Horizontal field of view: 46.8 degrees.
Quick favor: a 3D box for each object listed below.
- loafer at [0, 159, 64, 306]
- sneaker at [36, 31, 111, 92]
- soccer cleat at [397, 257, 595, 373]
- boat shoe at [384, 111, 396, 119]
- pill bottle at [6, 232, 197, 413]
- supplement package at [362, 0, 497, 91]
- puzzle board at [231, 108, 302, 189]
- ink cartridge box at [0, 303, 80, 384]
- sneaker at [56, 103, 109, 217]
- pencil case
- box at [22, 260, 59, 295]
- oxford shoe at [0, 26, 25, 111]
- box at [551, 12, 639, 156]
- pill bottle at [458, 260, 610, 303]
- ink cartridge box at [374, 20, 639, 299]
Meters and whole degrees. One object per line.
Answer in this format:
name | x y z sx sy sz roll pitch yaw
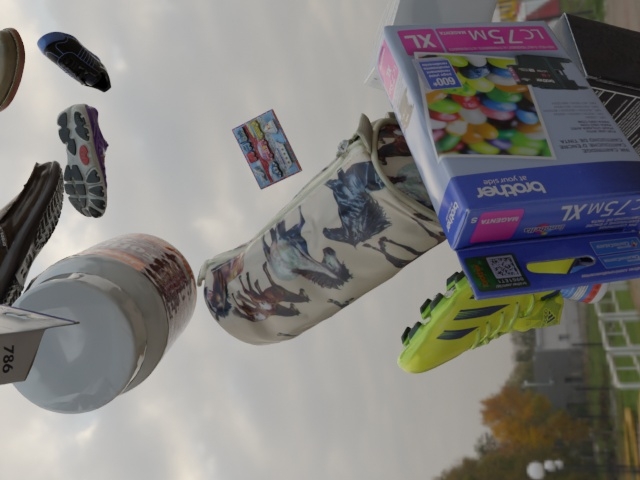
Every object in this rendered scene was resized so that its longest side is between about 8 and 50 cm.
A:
loafer | -0.606 -0.014 1.425 0.134 0.130 0.366 117 170 -58
sneaker | -0.609 -0.445 1.860 0.090 0.081 0.232 56 -167 17
soccer cleat | 0.210 0.066 0.826 0.121 0.289 0.093 51 161 5
boat shoe | 0.191 -0.189 1.735 0.307 0.104 0.110 100 166 -67
pill bottle | -0.338 0.119 1.181 0.392 0.224 0.224 -89 -7 -82
supplement package | 0.158 -0.303 1.123 0.244 0.139 0.134 -161 87 -87
puzzle board | -0.102 -0.170 1.389 0.128 0.096 0.011 64 -153 -7
ink cartridge box | -0.434 0.117 0.756 0.333 0.165 0.065 -3 -84 -54
sneaker | -0.334 -0.117 1.089 0.071 0.068 0.170 -42 -45 -65
pencil case | 0.000 0.000 0.972 0.183 0.410 0.160 43 -139 -12
box | -0.496 0.150 1.376 0.130 0.091 0.170 47 -149 -27
oxford shoe | -0.721 -0.302 1.484 0.130 0.348 0.123 -10 -113 -59
box | 0.539 -0.259 1.464 0.296 0.294 0.182 122 149 -52
pill bottle | 0.335 0.017 1.160 0.124 0.221 0.124 12 -90 -86
ink cartridge box | 0.180 -0.093 0.686 0.065 0.186 0.311 100 161 -51
